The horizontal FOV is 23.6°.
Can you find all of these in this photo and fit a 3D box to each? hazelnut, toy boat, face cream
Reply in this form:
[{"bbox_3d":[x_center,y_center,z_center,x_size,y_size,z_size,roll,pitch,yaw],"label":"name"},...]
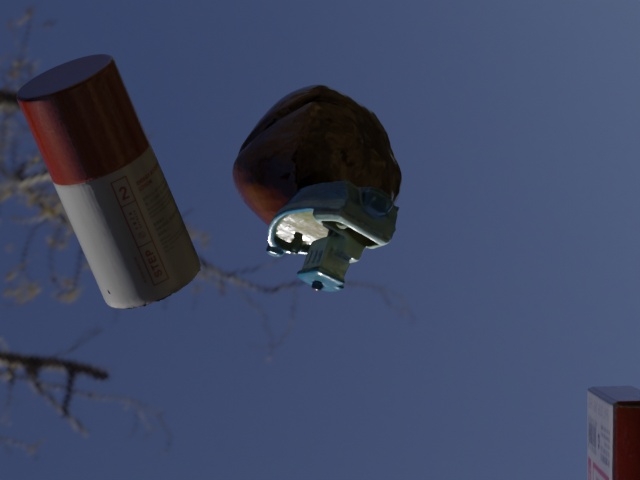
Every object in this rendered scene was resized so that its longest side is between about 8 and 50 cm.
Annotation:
[{"bbox_3d":[-0.015,-0.079,1.847,0.208,0.208,0.208,38,-146,-32],"label":"hazelnut"},{"bbox_3d":[0.000,0.000,1.625,0.088,0.215,0.102,30,-107,-25],"label":"toy boat"},{"bbox_3d":[-0.190,-0.053,1.380,0.096,0.096,0.214,-63,-43,-58],"label":"face cream"}]

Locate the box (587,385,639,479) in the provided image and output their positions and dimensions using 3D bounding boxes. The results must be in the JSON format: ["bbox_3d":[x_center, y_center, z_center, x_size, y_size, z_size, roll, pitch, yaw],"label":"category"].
[{"bbox_3d":[0.289,0.205,1.455,0.229,0.050,0.123,34,-124,-85],"label":"box"}]
